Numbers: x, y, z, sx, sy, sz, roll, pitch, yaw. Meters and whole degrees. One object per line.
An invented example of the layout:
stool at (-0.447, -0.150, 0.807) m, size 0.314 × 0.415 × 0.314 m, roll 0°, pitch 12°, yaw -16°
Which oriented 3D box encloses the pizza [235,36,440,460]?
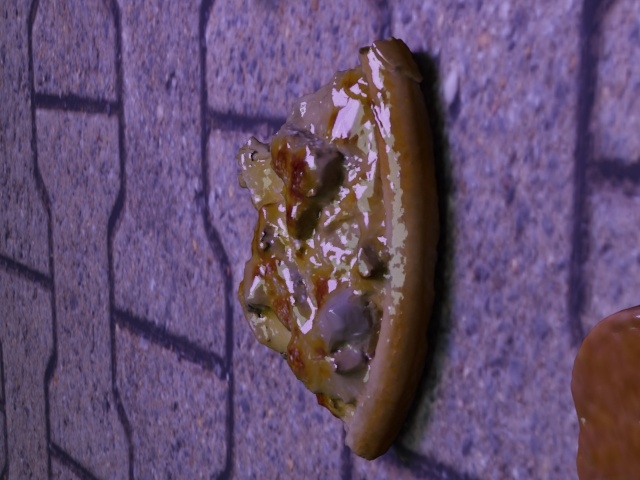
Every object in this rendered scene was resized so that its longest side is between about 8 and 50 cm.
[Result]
pizza at (0.000, 0.000, 0.851) m, size 0.223 × 0.089 × 0.323 m, roll 19°, pitch 111°, yaw 51°

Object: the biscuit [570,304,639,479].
biscuit at (0.252, 0.180, 0.513) m, size 0.312 × 0.057 × 0.351 m, roll -38°, pitch 68°, yaw 55°
